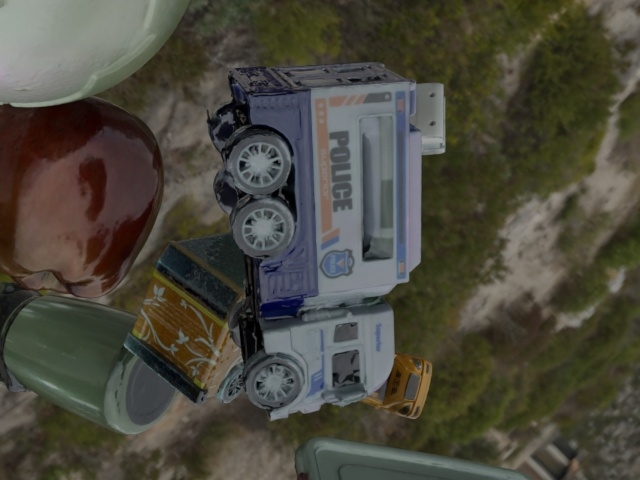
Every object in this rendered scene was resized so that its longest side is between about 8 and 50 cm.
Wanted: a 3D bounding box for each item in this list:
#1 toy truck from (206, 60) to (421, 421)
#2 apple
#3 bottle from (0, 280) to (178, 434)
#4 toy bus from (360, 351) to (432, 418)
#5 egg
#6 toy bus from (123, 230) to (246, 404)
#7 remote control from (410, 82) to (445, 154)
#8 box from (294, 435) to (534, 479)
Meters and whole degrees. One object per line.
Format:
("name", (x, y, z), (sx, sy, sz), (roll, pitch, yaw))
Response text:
("toy truck", (0.000, 0.000, 0.686), (0.155, 0.124, 0.268), (-7, 112, -11))
("apple", (-0.276, -0.057, 0.929), (0.234, 0.234, 0.234), (-39, 162, -15))
("bottle", (-0.383, 0.164, 1.295), (0.168, 0.347, 0.168), (-36, 133, -52))
("toy bus", (0.052, 0.153, 0.989), (0.074, 0.162, 0.070), (22, 80, -34))
("egg", (-0.250, -0.250, 0.734), (0.278, 0.278, 0.336), (-59, -176, 41))
("toy bus", (-0.080, 0.074, 1.041), (0.275, 0.138, 0.167), (-11, 129, -57))
("remote control", (0.051, -0.176, 1.318), (0.277, 0.103, 0.055), (-2, 152, 13))
("box", (0.089, 0.321, 0.818), (0.294, 0.193, 0.167), (15, 118, -21))
